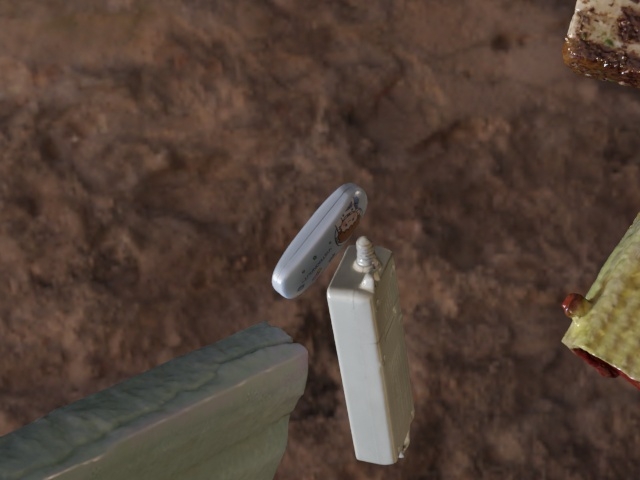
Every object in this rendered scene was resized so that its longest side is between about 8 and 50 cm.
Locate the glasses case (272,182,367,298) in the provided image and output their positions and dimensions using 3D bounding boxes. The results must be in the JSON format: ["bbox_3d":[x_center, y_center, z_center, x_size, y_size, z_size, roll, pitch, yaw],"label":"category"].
[{"bbox_3d":[0.000,0.000,1.580,0.045,0.067,0.178,33,-101,27],"label":"glasses case"}]

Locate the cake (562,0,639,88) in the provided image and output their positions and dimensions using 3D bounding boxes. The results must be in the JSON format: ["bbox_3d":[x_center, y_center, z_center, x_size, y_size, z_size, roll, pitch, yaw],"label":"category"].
[{"bbox_3d":[0.416,-0.243,1.454,0.246,0.112,0.135,21,-174,41],"label":"cake"}]

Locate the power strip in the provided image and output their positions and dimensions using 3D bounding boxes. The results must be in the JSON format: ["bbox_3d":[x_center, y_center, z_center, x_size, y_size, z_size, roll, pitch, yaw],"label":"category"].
[{"bbox_3d":[0.063,0.133,1.410,0.058,0.338,0.098,7,-140,20],"label":"power strip"}]

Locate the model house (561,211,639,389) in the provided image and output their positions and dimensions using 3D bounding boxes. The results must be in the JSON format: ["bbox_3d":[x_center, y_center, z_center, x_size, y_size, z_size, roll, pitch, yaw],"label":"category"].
[{"bbox_3d":[0.406,0.088,1.321,0.254,0.196,0.160,31,177,-6],"label":"model house"}]

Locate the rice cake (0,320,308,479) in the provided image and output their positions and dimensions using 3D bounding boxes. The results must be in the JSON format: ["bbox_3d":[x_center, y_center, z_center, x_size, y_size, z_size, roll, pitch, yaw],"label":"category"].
[{"bbox_3d":[-0.099,0.118,0.461,0.043,0.127,0.237,31,-150,29],"label":"rice cake"}]
